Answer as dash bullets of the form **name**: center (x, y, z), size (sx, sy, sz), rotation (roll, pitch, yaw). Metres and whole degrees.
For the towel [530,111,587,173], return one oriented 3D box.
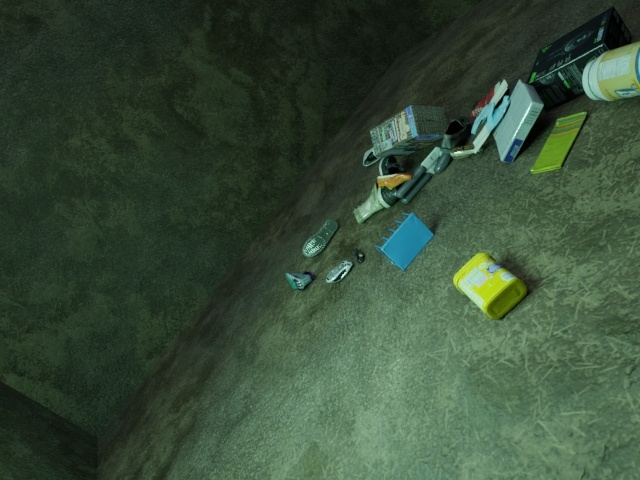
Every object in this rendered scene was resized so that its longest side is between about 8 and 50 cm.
- **towel**: center (0.741, -0.305, 1.416), size (0.237, 0.021, 0.102), rotation (-55, 19, -20)

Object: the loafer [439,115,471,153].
- **loafer**: center (0.580, -0.471, 1.935), size (0.096, 0.084, 0.268), rotation (14, 48, 26)

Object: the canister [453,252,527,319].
- **canister**: center (0.434, 0.116, 1.175), size (0.126, 0.073, 0.170), rotation (-45, 20, 8)

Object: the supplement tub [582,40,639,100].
- **supplement tub**: center (0.869, -0.476, 1.282), size (0.144, 0.144, 0.199), rotation (-51, 19, -9)

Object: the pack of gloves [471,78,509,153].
- **pack of gloves**: center (0.629, -0.479, 1.733), size (0.195, 0.046, 0.232), rotation (-78, 11, -46)

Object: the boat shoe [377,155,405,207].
- **boat shoe**: center (0.342, -0.297, 2.110), size (0.113, 0.127, 0.340), rotation (-31, 26, 37)

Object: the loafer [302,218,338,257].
- **loafer**: center (0.000, 0.000, 2.355), size (0.251, 0.094, 0.087), rotation (-45, -8, -22)

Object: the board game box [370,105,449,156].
- **board game box**: center (0.422, -0.512, 2.161), size (0.232, 0.141, 0.291), rotation (-9, -5, -35)

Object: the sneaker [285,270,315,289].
- **sneaker**: center (-0.097, 0.187, 2.226), size (0.098, 0.083, 0.223), rotation (-29, 16, -18)

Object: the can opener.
- **can opener**: center (0.441, -0.276, 1.931), size (0.283, 0.076, 0.095), rotation (-49, 18, 0)

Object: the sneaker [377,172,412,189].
- **sneaker**: center (0.324, -0.256, 1.964), size (0.064, 0.068, 0.175), rotation (-15, 8, -43)

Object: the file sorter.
- **file sorter**: center (0.295, -0.002, 1.642), size (0.170, 0.118, 0.104), rotation (-49, 16, -3)

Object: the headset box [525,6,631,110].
- **headset box**: center (0.873, -0.612, 1.563), size (0.283, 0.131, 0.246), rotation (-21, 32, 54)

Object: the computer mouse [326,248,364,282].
- **computer mouse**: center (0.105, 0.119, 1.939), size (0.193, 0.042, 0.106), rotation (-41, 24, 1)

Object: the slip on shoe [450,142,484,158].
- **slip on shoe**: center (0.587, -0.353, 1.820), size (0.135, 0.041, 0.051), rotation (-7, 40, 36)

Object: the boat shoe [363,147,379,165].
- **boat shoe**: center (0.338, -0.509, 2.616), size (0.258, 0.095, 0.084), rotation (-41, 21, 50)

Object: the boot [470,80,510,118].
- **boot**: center (0.693, -0.534, 1.898), size (0.176, 0.088, 0.244), rotation (-38, 20, 50)

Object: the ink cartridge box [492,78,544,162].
- **ink cartridge box**: center (0.676, -0.414, 1.574), size (0.224, 0.045, 0.223), rotation (-76, 1, -50)

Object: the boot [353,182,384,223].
- **boot**: center (0.235, -0.180, 2.191), size (0.165, 0.077, 0.213), rotation (-40, 23, 27)
